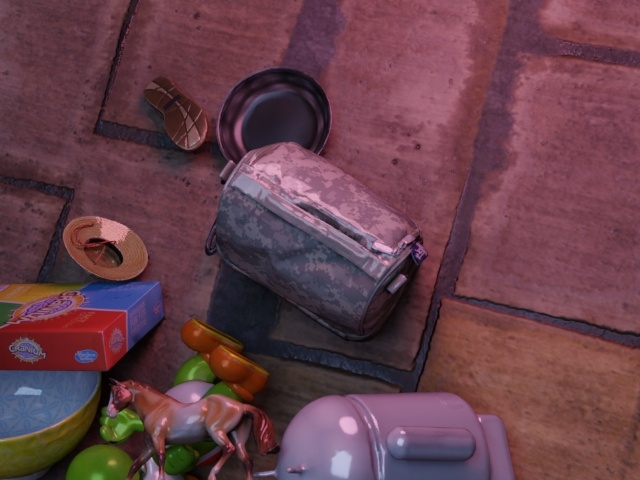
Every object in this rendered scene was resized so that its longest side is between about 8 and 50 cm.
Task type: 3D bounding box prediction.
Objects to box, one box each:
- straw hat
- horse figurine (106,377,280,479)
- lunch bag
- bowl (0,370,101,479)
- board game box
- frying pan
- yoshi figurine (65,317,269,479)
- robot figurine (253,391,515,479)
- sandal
[{"bbox_3d":[-0.362,0.029,1.942,0.144,0.144,0.061,51,131,21],"label":"straw hat"},{"bbox_3d":[-0.172,0.267,1.607,0.263,0.066,0.174,-6,51,12],"label":"horse figurine"},{"bbox_3d":[0.000,0.000,1.738,0.305,0.256,0.212,33,86,11],"label":"lunch bag"},{"bbox_3d":[-0.478,0.284,1.831,0.289,0.289,0.156,9,119,17],"label":"bowl"},{"bbox_3d":[-0.434,0.131,1.840,0.317,0.242,0.064,-1,105,13],"label":"board game box"},{"bbox_3d":[-0.078,-0.129,1.925,0.197,0.053,0.326,-1,76,14],"label":"frying pan"},{"bbox_3d":[-0.250,0.294,1.756,0.203,0.203,0.362,32,93,11],"label":"yoshi figurine"},{"bbox_3d":[0.091,0.311,1.622,0.353,0.300,0.199,2,63,-26],"label":"robot figurine"},{"bbox_3d":[-0.240,-0.212,1.996,0.072,0.049,0.180,-37,54,-5],"label":"sandal"}]
